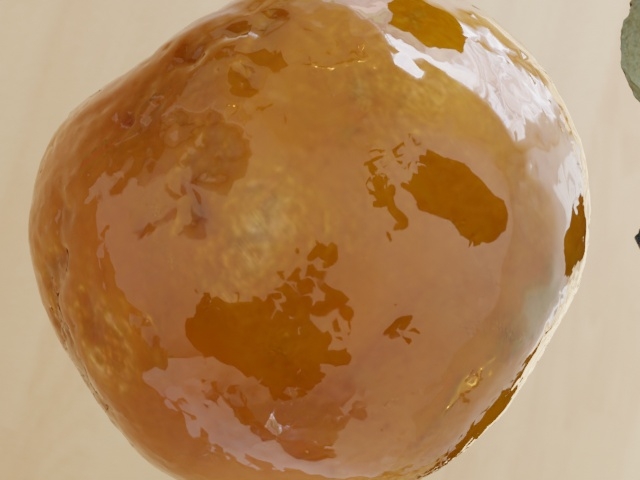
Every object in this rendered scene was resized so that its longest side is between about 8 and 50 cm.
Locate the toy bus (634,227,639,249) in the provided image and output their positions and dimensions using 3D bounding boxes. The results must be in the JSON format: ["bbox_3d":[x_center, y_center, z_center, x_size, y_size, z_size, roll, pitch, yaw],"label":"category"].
[{"bbox_3d":[0.230,0.013,0.981,0.166,0.047,0.065,9,48,-42],"label":"toy bus"}]

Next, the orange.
[{"bbox_3d":[0.000,0.000,0.901,0.261,0.261,0.261,-1,92,-30],"label":"orange"}]

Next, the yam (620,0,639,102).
[{"bbox_3d":[0.197,-0.046,0.713,0.179,0.078,0.078,24,80,-30],"label":"yam"}]
